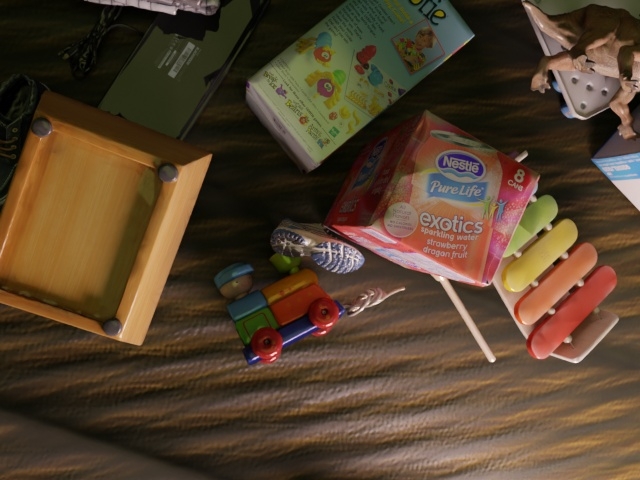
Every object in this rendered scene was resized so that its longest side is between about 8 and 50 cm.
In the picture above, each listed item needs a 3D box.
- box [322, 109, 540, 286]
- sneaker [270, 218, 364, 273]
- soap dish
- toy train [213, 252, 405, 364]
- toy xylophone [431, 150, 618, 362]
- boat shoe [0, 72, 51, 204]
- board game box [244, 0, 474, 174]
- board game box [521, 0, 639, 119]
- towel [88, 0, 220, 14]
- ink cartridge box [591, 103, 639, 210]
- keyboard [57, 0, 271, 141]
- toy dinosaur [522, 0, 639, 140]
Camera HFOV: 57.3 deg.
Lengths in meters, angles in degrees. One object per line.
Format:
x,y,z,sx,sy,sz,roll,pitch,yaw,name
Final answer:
0.120,-0.046,0.754,0.154,0.300,0.142,27,87,-8,box
0.000,0.000,0.828,0.135,0.058,0.052,20,128,-6,sneaker
-0.301,-0.021,0.767,0.229,0.118,0.290,21,96,-9,soap dish
-0.020,0.065,0.848,0.248,0.105,0.143,-26,78,-12,toy train
0.299,0.045,0.870,0.236,0.081,0.322,-44,102,-21,toy xylophone
-0.420,-0.134,0.777,0.065,0.083,0.183,22,88,-9,boat shoe
0.046,-0.237,0.818,0.275,0.142,0.144,-40,97,-6,board game box
0.479,-0.441,0.928,0.390,0.050,0.389,-27,95,-7,board game box
-0.256,-0.432,0.756,0.284,0.121,0.234,10,82,-4,towel
0.587,-0.110,0.892,0.233,0.168,0.171,43,85,-7,ink cartridge box
-0.231,-0.275,0.831,0.202,0.033,0.317,33,85,-10,keyboard
0.431,-0.287,0.844,0.296,0.127,0.200,28,77,8,toy dinosaur
